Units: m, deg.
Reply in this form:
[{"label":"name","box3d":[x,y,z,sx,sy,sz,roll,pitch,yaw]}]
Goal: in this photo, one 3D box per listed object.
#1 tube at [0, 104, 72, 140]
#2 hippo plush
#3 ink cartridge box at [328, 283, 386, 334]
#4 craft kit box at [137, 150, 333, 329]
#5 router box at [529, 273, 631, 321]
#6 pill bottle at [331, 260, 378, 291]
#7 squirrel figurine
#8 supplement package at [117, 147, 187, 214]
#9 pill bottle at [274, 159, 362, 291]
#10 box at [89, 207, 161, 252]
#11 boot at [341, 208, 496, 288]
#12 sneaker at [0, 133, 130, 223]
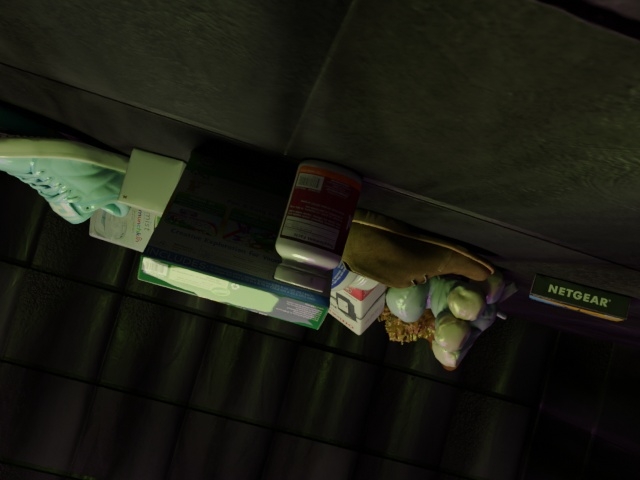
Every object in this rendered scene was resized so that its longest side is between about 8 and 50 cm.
[{"label":"tube","box3d":[-0.546,-0.209,1.033,0.080,0.052,0.207,20,-178,12]},{"label":"hippo plush","box3d":[0.290,0.114,1.332,0.236,0.234,0.294,34,-132,30]},{"label":"ink cartridge box","box3d":[0.057,0.092,1.320,0.172,0.100,0.237,35,155,23]},{"label":"craft kit box","box3d":[-0.101,-0.010,0.823,0.249,0.247,0.061,17,133,-7]},{"label":"router box","box3d":[0.523,0.118,1.167,0.178,0.046,0.133,15,175,22]},{"label":"pill bottle","box3d":[-0.009,0.010,1.073,0.272,0.152,0.152,20,175,-31]},{"label":"squirrel figurine","box3d":[0.280,0.173,1.647,0.370,0.281,0.397,27,177,12]},{"label":"supplement package","box3d":[-0.293,-0.096,1.107,0.105,0.105,0.179,16,176,9]},{"label":"pill bottle","box3d":[-0.006,-0.017,0.715,0.086,0.152,0.086,16,176,1]},{"label":"box","box3d":[-0.473,-0.058,1.630,0.231,0.127,0.262,15,-166,24]},{"label":"boot","box3d":[0.176,0.040,1.038,0.305,0.115,0.112,17,174,-18]},{"label":"sneaker","box3d":[-0.482,-0.108,1.091,0.135,0.150,0.366,3,179,27]}]
